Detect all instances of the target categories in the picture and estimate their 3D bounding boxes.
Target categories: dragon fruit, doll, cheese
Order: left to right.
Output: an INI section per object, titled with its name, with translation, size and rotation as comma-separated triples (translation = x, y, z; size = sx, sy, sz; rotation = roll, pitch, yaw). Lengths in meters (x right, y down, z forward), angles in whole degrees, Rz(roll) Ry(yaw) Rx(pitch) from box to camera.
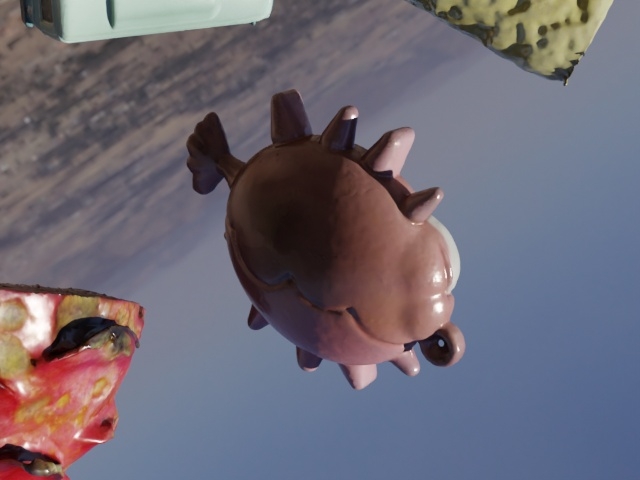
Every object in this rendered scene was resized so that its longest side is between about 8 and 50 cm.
[dragon fruit]
translation = -0.359, 0.136, 1.146
size = 0.386, 0.249, 0.371
rotation = 6, 174, -23
[doll]
translation = 0.000, 0.000, 0.886
size = 0.093, 0.262, 0.211
rotation = -24, 141, -48
[cheese]
translation = 0.105, -0.182, 0.783
size = 0.094, 0.167, 0.123
rotation = -60, -178, 38

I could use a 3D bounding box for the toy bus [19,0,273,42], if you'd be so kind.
[toy bus]
translation = -0.172, -0.286, 1.306
size = 0.271, 0.133, 0.165
rotation = -11, -153, -22
